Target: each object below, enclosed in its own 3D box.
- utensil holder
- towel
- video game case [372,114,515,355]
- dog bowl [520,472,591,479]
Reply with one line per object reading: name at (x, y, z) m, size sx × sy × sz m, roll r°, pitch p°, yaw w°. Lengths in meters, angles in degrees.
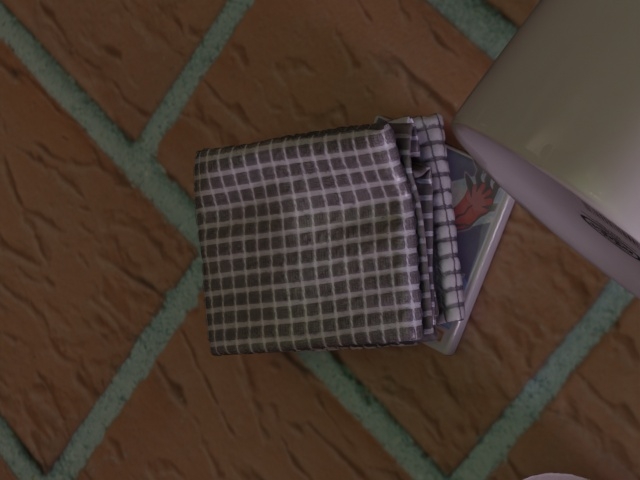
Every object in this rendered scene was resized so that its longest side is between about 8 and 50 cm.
utensil holder at (0.335, -0.145, 1.181) m, size 0.327 × 0.327 × 0.385 m, roll 39°, pitch 90°, yaw 28°
towel at (0.000, 0.000, 1.591) m, size 0.283 × 0.121 × 0.235 m, roll -8°, pitch 85°, yaw 33°
video game case at (0.099, -0.008, 1.611) m, size 0.183 × 0.023 × 0.201 m, roll 27°, pitch 102°, yaw 31°
dog bowl at (0.224, 0.384, 1.337) m, size 0.102 × 0.348 × 0.349 m, roll -38°, pitch 68°, yaw 38°
